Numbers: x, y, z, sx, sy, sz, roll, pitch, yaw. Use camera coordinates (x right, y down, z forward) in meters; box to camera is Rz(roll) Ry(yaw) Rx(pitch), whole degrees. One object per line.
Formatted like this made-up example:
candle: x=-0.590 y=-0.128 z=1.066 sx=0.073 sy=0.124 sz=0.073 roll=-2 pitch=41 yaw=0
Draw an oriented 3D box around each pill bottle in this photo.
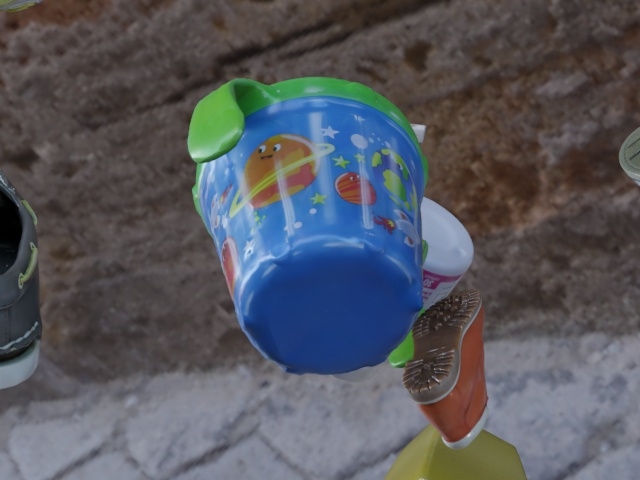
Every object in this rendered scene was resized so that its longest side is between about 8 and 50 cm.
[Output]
pill bottle: x=0.097 y=0.078 z=1.936 sx=0.283 sy=0.160 sz=0.160 roll=-56 pitch=17 yaw=34

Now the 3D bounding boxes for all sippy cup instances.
sippy cup: x=0.000 y=0.000 z=1.204 sx=0.224 sy=0.305 sz=0.240 roll=-100 pitch=27 yaw=-51

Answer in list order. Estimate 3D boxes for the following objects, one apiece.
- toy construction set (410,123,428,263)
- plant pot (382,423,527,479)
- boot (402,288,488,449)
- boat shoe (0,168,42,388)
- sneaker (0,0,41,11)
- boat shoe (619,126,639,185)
toy construction set: x=0.053 y=-0.033 z=1.554 sx=0.237 sy=0.257 sz=0.309 roll=10 pitch=60 yaw=29
plant pot: x=0.210 y=0.403 z=2.019 sx=0.212 sy=0.212 sz=0.187 roll=-52 pitch=13 yaw=41
boot: x=0.119 y=0.109 z=1.105 sx=0.059 sy=0.085 sz=0.158 roll=-18 pitch=27 yaw=30
boat shoe: x=-0.272 y=-0.009 z=0.987 sx=0.109 sy=0.091 sz=0.305 roll=-4 pitch=33 yaw=-20
sneaker: x=-0.199 y=-0.225 z=0.598 sx=0.126 sy=0.240 sz=0.091 roll=-9 pitch=10 yaw=-10
boat shoe: x=0.433 y=-0.066 z=1.444 sx=0.113 sy=0.103 sz=0.302 roll=-37 pitch=18 yaw=7
